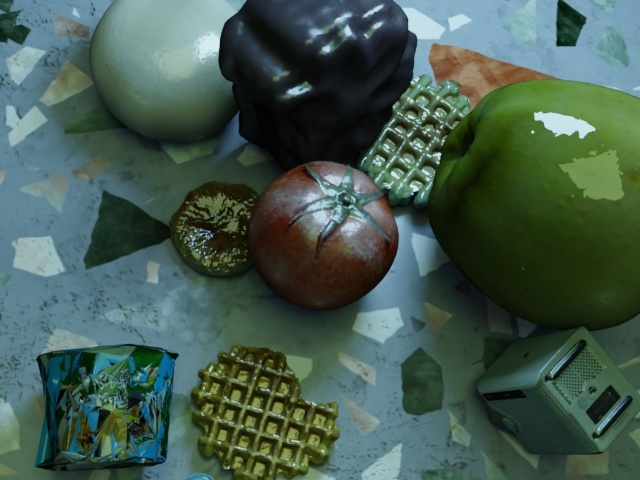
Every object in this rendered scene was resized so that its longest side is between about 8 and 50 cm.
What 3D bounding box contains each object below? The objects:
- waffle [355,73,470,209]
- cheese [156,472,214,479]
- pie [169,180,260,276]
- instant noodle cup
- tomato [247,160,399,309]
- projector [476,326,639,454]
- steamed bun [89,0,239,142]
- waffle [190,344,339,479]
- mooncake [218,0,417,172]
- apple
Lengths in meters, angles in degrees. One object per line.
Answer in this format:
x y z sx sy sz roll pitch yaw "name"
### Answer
0.197 -0.200 1.875 0.292 0.056 0.309 -9 67 -13 "waffle"
-0.226 0.413 1.553 0.111 0.017 0.047 -3 64 -11 "cheese"
-0.187 -0.026 1.739 0.195 0.046 0.195 3 65 -7 "pie"
-0.339 0.272 1.494 0.240 0.240 0.178 -1 74 -10 "instant noodle cup"
0.000 0.000 1.654 0.265 0.265 0.264 4 66 -8 "tomato"
0.403 0.264 1.616 0.163 0.242 0.177 -41 95 -24 "projector"
-0.279 -0.350 1.781 0.325 0.206 0.324 4 65 -8 "steamed bun"
-0.096 0.290 1.609 0.249 0.056 0.253 -13 68 -15 "waffle"
0.003 -0.298 1.684 0.350 0.381 0.212 -45 63 -2 "mooncake"
0.421 -0.066 1.640 0.474 0.473 0.473 4 66 -8 "apple"
